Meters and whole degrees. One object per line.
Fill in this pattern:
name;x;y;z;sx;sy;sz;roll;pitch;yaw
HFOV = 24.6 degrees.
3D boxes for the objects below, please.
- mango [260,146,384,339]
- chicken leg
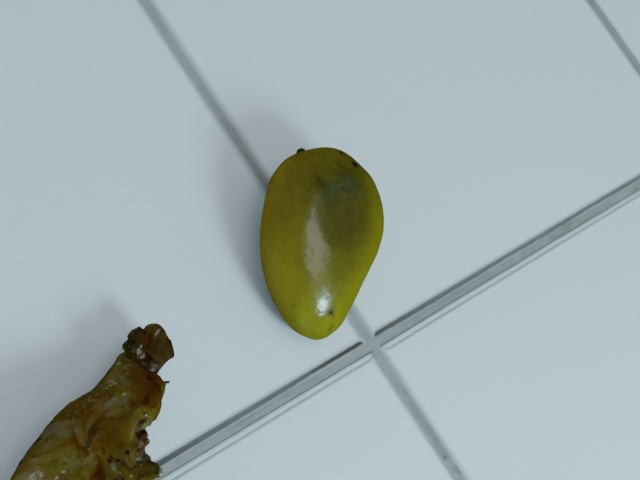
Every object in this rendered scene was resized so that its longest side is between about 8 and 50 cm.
mango;0.000;0.000;1.177;0.103;0.076;0.161;21;63;-28
chicken leg;-0.139;0.141;1.004;0.101;0.085;0.207;11;44;14
